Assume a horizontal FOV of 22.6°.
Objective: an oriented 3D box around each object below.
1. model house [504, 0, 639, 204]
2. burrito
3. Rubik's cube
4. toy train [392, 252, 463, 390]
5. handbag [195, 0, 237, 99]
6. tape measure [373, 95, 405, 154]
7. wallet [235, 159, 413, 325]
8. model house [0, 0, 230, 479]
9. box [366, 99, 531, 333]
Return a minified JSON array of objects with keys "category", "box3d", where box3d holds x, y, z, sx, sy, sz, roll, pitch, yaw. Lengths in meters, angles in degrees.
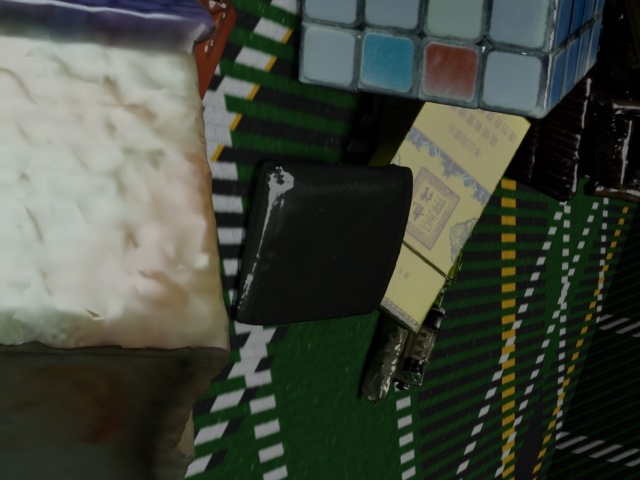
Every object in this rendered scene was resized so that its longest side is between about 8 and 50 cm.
[{"category":"model house","box3d":[0.285,-0.231,2.066,0.282,0.297,0.317,5,106,-29]},{"category":"burrito","box3d":[0.090,0.117,2.022,0.045,0.041,0.185,-23,-137,58]},{"category":"Rubik's cube","box3d":[0.140,-0.282,1.557,0.256,0.253,0.259,-43,140,-62]},{"category":"toy train","box3d":[0.141,0.076,2.087,0.085,0.053,0.250,137,-27,-67]},{"category":"handbag","box3d":[-0.127,-0.123,1.160,0.127,0.062,0.190,60,48,-64]},{"category":"tape measure","box3d":[0.134,-0.099,1.890,0.207,0.115,0.235,-7,108,-74]},{"category":"wallet","box3d":[0.000,0.000,1.598,0.245,0.052,0.169,-1,107,-55]},{"category":"model house","box3d":[-0.183,-0.011,0.842,0.312,0.245,0.280,122,-35,-56]},{"category":"box","box3d":[0.115,-0.055,1.762,0.153,0.041,0.279,38,77,-36]}]
